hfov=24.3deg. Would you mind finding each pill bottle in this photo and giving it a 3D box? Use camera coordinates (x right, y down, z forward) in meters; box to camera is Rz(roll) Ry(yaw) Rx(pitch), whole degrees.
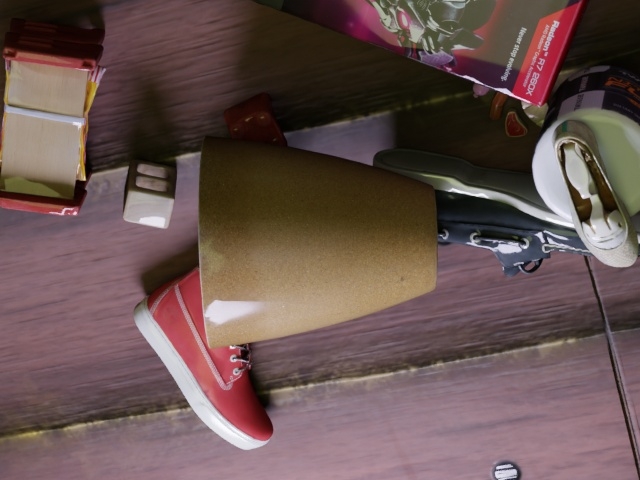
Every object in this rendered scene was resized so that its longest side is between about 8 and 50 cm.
[{"bbox_3d":[0.304,-0.114,1.613,0.130,0.245,0.130,5,112,12],"label":"pill bottle"}]

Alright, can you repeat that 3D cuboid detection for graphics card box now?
[{"bbox_3d":[0.119,-0.320,1.639,0.371,0.094,0.233,22,113,6],"label":"graphics card box"}]

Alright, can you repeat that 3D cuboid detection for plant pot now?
[{"bbox_3d":[0.000,0.000,1.656,0.254,0.237,0.237,-1,109,0],"label":"plant pot"}]

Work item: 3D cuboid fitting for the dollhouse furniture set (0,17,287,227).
[{"bbox_3d":[-0.207,-0.130,1.807,0.374,0.152,0.201,9,111,-8],"label":"dollhouse furniture set"}]

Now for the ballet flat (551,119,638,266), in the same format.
[{"bbox_3d":[0.270,-0.039,1.485,0.057,0.052,0.168,-22,104,21],"label":"ballet flat"}]

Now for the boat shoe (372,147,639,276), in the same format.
[{"bbox_3d":[0.217,-0.015,1.734,0.340,0.127,0.113,13,112,11],"label":"boat shoe"}]

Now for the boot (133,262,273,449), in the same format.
[{"bbox_3d":[-0.101,0.134,1.885,0.176,0.088,0.244,-35,94,20],"label":"boot"}]

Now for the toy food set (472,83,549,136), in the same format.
[{"bbox_3d":[0.219,-0.172,1.738,0.078,0.019,0.122,-20,111,19],"label":"toy food set"}]
